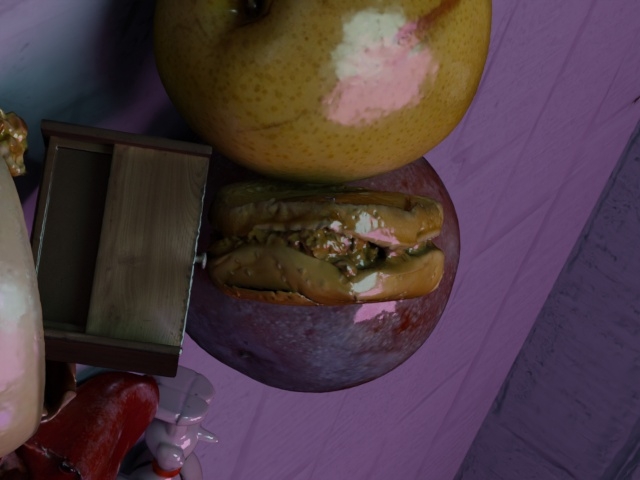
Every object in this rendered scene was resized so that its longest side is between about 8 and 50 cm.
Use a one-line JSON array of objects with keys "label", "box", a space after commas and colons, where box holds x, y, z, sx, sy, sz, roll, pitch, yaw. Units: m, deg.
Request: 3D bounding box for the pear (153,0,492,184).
[{"label": "pear", "box": [0.002, -0.195, 1.540, 0.314, 0.314, 0.314, -47, 162, -21]}]

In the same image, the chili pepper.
[{"label": "chili pepper", "box": [-0.253, 0.210, 1.965, 0.253, 0.136, 0.144, -51, 121, -47]}]

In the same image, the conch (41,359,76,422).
[{"label": "conch", "box": [-0.276, 0.115, 1.623, 0.104, 0.176, 0.094, 2, 88, -29]}]

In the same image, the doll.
[{"label": "doll", "box": [-0.209, 0.291, 2.189, 0.271, 0.144, 0.208, 104, 7, -58]}]

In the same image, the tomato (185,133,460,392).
[{"label": "tomato", "box": [-0.014, 0.002, 1.811, 0.317, 0.316, 0.282, 88, 24, -64]}]

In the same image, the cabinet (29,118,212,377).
[{"label": "cabinet", "box": [-0.171, 0.014, 1.501, 0.215, 0.148, 0.175, 121, -23, -79]}]

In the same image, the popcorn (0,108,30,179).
[{"label": "popcorn", "box": [-0.260, -0.067, 1.429, 0.084, 0.084, 0.084, -47, 162, -21]}]

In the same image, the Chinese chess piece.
[{"label": "Chinese chess piece", "box": [-0.275, 0.043, 1.320, 0.097, 0.251, 0.251, -8, 142, -20]}]

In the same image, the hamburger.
[{"label": "hamburger", "box": [0.001, 0.000, 1.557, 0.214, 0.213, 0.108, -8, 98, -67]}]
